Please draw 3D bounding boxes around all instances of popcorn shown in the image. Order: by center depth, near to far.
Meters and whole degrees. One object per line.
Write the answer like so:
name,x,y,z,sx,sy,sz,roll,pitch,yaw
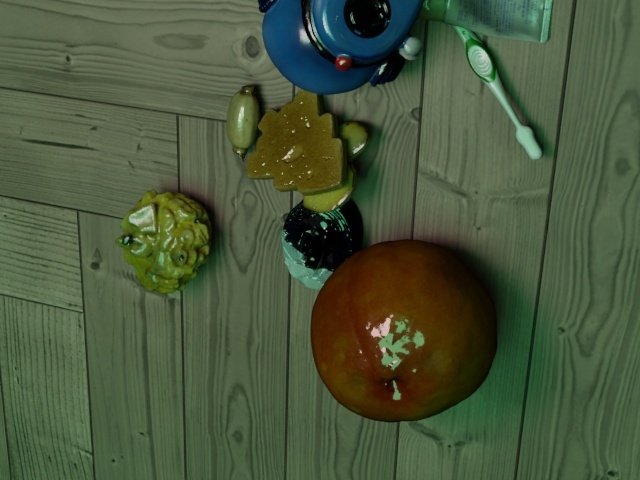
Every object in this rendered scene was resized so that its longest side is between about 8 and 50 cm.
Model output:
popcorn,-0.319,0.000,2.136,0.189,0.169,0.218,40,116,4

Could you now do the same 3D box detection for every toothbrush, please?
toothbrush,0.271,-0.320,1.828,0.042,0.040,0.418,-30,97,21

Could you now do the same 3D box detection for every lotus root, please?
lotus root,-0.150,-0.227,2.028,0.073,0.062,0.150,43,131,55

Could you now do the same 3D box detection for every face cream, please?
face cream,0.276,-0.396,1.776,0.224,0.070,0.114,4,111,0

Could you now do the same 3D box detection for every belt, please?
belt,0.000,0.000,2.055,0.151,0.078,0.198,14,117,15

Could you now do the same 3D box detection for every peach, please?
peach,0.151,0.170,1.923,0.342,0.302,0.343,9,118,16

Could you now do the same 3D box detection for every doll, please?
doll,0.030,-0.366,1.776,0.284,0.310,0.240,32,87,-18

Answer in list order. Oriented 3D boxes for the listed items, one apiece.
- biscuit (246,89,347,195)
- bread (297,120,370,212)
biscuit,-0.030,-0.165,1.958,0.212,0.041,0.238,-51,58,7
bread,0.034,-0.131,1.966,0.187,0.065,0.149,-44,53,14
